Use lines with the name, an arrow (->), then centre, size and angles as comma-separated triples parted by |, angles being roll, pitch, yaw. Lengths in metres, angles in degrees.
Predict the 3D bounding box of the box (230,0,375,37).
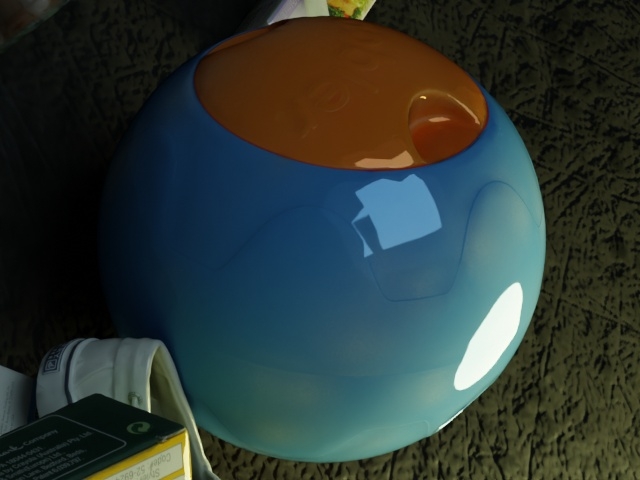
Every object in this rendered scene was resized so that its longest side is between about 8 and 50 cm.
box -> 0.024, -0.228, 1.535 | 0.063, 0.067, 0.324 | 48, 45, -17

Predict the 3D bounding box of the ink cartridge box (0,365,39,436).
ink cartridge box -> -0.237, 0.116, 1.136 | 0.180, 0.060, 0.104 | 26, 55, -32

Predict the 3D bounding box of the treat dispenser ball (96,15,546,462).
treat dispenser ball -> 0.000, 0.000, 1.248 | 0.288, 0.288, 0.288 | 19, 59, -36

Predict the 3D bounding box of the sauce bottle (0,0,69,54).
sauce bottle -> -0.290, -0.272, 1.236 | 0.344, 0.111, 0.111 | 49, 46, -12

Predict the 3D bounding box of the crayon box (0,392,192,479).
crayon box -> -0.161, 0.269, 1.046 | 0.203, 0.083, 0.322 | -22, 117, -43

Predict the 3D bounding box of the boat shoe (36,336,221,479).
boat shoe -> -0.092, 0.176, 1.176 | 0.095, 0.084, 0.258 | -61, 137, -54
